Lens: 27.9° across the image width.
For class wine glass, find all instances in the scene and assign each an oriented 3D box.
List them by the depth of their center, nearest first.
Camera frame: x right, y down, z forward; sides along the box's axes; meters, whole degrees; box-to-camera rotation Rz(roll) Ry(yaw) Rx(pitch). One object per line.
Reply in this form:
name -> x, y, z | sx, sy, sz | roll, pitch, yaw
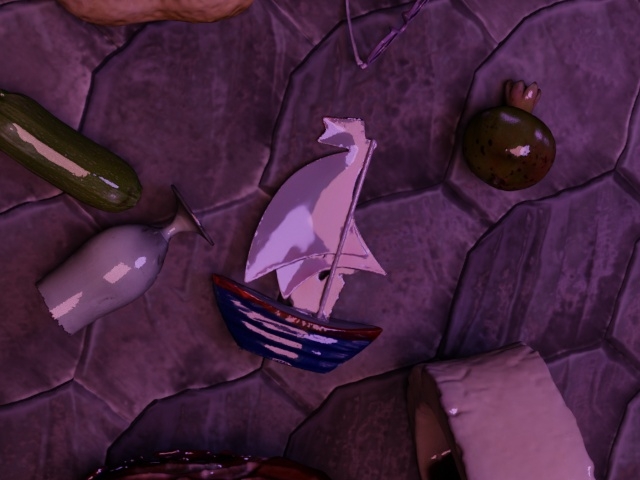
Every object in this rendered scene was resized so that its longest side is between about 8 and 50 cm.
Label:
wine glass -> -0.231, 0.026, 1.508 | 0.202, 0.093, 0.093 | -35, 109, -3

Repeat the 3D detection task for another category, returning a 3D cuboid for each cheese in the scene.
cheese -> 0.222, 0.298, 1.557 | 0.153, 0.332, 0.292 | -11, 145, -8

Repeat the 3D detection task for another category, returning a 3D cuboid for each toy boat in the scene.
toy boat -> -0.026, 0.012, 1.572 | 0.219, 0.072, 0.318 | -6, 102, -15

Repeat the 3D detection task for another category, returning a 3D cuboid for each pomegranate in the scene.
pomegranate -> 0.237, -0.130, 1.586 | 0.115, 0.114, 0.142 | 25, 71, -18

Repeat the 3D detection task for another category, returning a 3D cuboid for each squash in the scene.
squash -> -0.300, -0.101, 1.471 | 0.219, 0.077, 0.068 | 36, 134, -18

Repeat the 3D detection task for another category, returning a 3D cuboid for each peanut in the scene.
peanut -> -0.181, -0.292, 1.427 | 0.237, 0.120, 0.110 | -7, 127, -16

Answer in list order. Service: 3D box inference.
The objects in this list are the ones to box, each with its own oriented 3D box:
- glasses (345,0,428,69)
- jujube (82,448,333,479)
glasses -> 0.060, -0.286, 1.538 | 0.104, 0.062, 0.140 | 40, 92, 3
jujube -> -0.127, 0.381, 1.551 | 0.377, 0.258, 0.258 | 4, 103, -2
